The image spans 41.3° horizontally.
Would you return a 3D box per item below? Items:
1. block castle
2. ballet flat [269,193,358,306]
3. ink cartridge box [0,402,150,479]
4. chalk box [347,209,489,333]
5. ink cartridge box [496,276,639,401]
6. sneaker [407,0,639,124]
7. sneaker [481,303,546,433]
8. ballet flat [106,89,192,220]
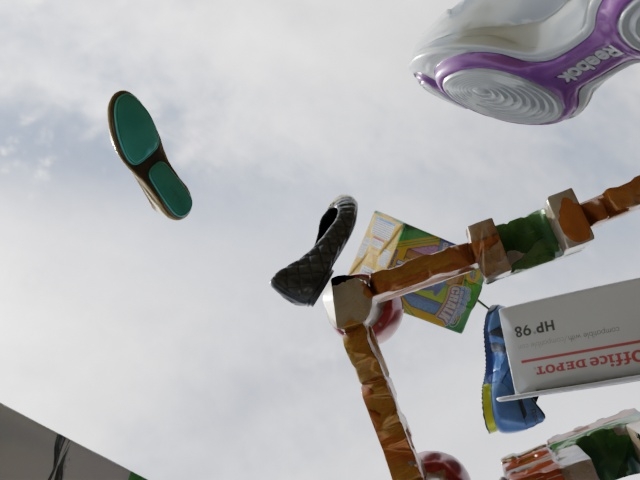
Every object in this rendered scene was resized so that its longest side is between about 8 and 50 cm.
[{"bbox_3d":[0.251,0.106,0.871,0.454,0.213,0.302,-21,-101,7],"label":"block castle"},{"bbox_3d":[0.000,0.000,0.843,0.049,0.057,0.173,30,-142,-3],"label":"ballet flat"},{"bbox_3d":[-0.269,0.223,0.760,0.208,0.153,0.086,41,-128,-34],"label":"ink cartridge box"},{"bbox_3d":[0.173,0.056,1.334,0.213,0.132,0.132,20,-177,-21],"label":"chalk box"},{"bbox_3d":[0.189,0.063,0.550,0.180,0.104,0.060,9,-111,-54],"label":"ink cartridge box"},{"bbox_3d":[0.183,-0.174,0.594,0.114,0.305,0.152,28,-111,-26],"label":"sneaker"},{"bbox_3d":[0.251,0.159,1.082,0.209,0.082,0.069,-76,-34,-51],"label":"sneaker"},{"bbox_3d":[-0.280,-0.127,1.320,0.080,0.073,0.232,-43,-55,-31],"label":"ballet flat"}]
